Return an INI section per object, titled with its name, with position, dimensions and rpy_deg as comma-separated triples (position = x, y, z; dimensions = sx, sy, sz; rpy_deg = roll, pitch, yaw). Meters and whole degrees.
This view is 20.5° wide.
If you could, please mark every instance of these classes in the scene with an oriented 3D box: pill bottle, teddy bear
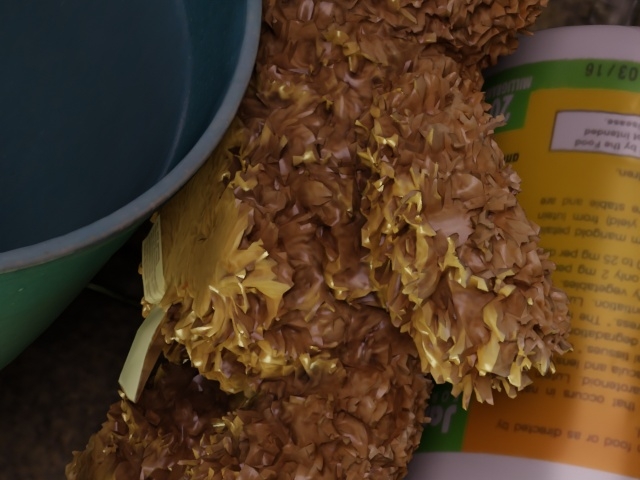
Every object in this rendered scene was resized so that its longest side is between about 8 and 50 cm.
[pill bottle]
position = 0.101, 0.058, 0.650
dimensions = 0.136, 0.136, 0.245
rpy_deg = 11, 73, 7
[teddy bear]
position = 0.000, 0.000, 0.622
dimensions = 0.113, 0.245, 0.338
rpy_deg = 15, 69, -25

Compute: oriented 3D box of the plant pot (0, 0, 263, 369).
[plant pot]
position = -0.194, -0.043, 0.612
dimensions = 0.272, 0.255, 0.271
rpy_deg = 15, 53, -21
